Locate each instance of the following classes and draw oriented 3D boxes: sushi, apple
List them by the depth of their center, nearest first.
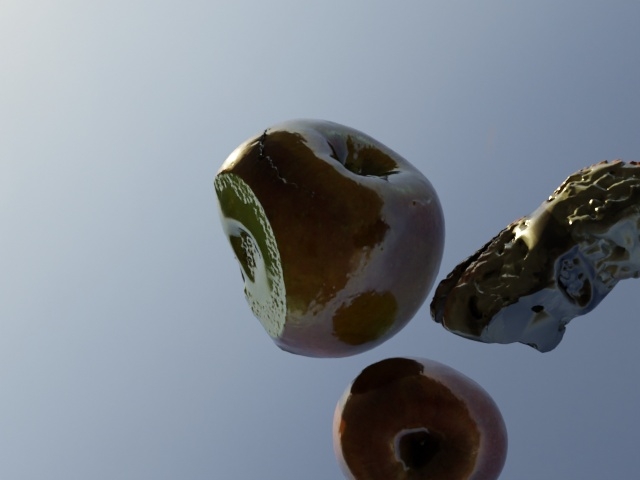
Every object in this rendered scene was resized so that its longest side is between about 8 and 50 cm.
[{"bbox_3d":[0.282,0.020,0.939,0.332,0.124,0.130,-39,-147,6],"label":"sushi"},{"bbox_3d":[0.144,0.284,1.218,0.253,0.253,0.253,-22,-125,35],"label":"apple"},{"bbox_3d":[0.000,0.000,1.328,0.374,0.384,0.374,-156,-90,-87],"label":"apple"}]
